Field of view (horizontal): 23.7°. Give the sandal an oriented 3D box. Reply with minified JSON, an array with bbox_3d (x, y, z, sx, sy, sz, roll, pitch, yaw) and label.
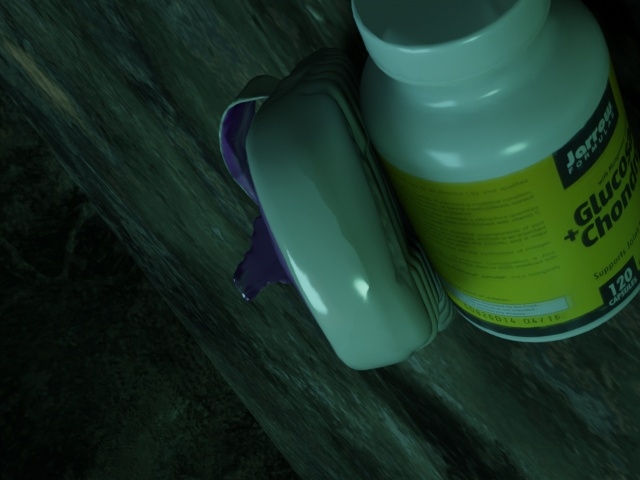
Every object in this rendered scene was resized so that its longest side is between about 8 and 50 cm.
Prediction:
[{"bbox_3d":[-0.006,-0.015,0.783,0.416,0.102,0.169,3,-114,-84],"label":"sandal"}]

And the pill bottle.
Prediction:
[{"bbox_3d":[0.077,-0.045,0.640,0.103,0.103,0.184,36,164,40],"label":"pill bottle"}]
